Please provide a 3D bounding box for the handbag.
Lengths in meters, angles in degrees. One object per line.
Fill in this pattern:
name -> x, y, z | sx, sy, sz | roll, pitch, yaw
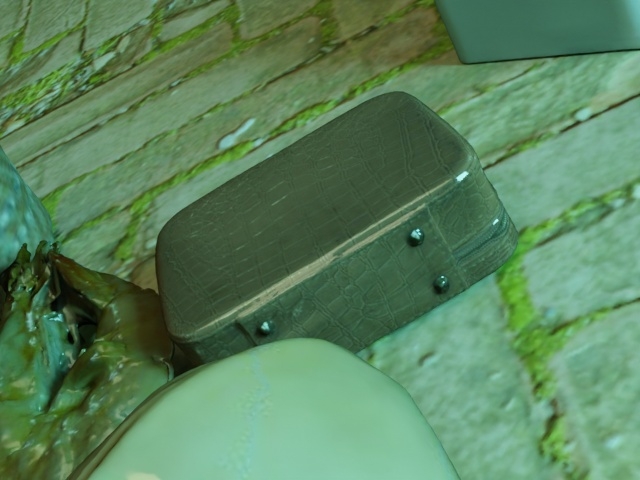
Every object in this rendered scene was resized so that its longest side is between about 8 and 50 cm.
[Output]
handbag -> 0.000, 0.000, 0.700 | 0.193, 0.072, 0.151 | -33, 33, 1

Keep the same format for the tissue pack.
tissue pack -> 0.180, -0.252, 0.829 | 0.159, 0.136, 0.246 | 2, 46, 41

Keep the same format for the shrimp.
shrimp -> -0.153, 0.068, 0.729 | 0.145, 0.061, 0.267 | -38, 30, 8

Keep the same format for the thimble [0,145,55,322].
thimble -> -0.311, 0.003, 0.878 | 0.196, 0.148, 0.229 | -8, 38, 33

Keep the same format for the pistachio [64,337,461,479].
pistachio -> -0.057, 0.168, 0.415 | 0.187, 0.187, 0.299 | 7, 53, 44
